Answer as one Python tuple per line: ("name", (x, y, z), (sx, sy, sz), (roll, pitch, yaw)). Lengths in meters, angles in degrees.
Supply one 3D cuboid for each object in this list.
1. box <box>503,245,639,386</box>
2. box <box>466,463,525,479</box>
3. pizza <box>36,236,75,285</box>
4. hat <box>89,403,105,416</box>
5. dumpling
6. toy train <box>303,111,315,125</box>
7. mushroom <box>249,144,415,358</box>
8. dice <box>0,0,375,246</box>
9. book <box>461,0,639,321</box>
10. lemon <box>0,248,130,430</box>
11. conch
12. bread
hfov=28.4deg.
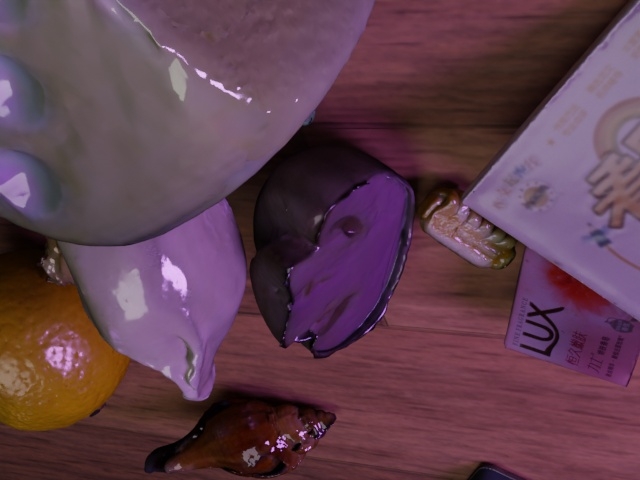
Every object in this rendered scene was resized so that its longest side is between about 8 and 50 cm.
("box", (0.208, 0.040, 0.992), (0.111, 0.060, 0.156), (17, 142, 15))
("box", (0.186, 0.284, 1.324), (0.091, 0.031, 0.126), (26, 145, 1))
("pizza", (-0.171, -0.033, 1.125), (0.147, 0.069, 0.226), (17, 135, -1))
("hat", (-0.331, 0.172, 1.483), (0.122, 0.081, 0.166), (-2, 173, -29))
("dumpling", (-0.130, 0.007, 0.978), (0.132, 0.162, 0.250), (-18, 106, 20))
("toy train", (-0.065, -0.104, 0.989), (0.138, 0.050, 0.087), (-10, 135, 37))
("mushroom", (0.000, 0.000, 1.011), (0.117, 0.141, 0.188), (46, 148, 39))
("dice", (-0.130, -0.164, 0.784), (0.250, 0.254, 0.252), (41, 140, -23))
("book", (0.274, -0.018, 0.860), (0.295, 0.020, 0.208), (32, 125, -8))
("lemon", (-0.283, 0.094, 1.255), (0.178, 0.178, 0.203), (-18, 122, 44))
("conch", (-0.091, 0.208, 1.354), (0.233, 0.086, 0.080), (1, 137, 27))
("bread", (0.118, -0.011, 1.004), (0.088, 0.033, 0.049), (31, 129, -13))
